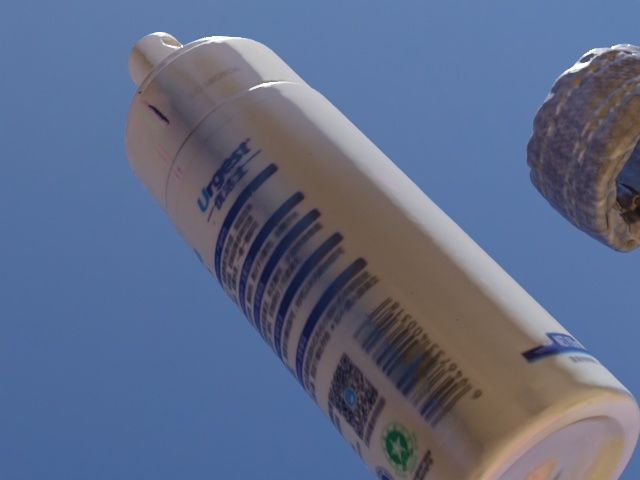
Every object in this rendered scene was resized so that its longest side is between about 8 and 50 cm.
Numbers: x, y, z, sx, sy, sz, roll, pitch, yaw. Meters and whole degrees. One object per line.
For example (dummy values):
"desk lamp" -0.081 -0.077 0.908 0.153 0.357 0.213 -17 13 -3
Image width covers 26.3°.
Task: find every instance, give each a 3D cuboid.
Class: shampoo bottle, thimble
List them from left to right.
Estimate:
"shampoo bottle" 0.000 0.000 0.575 0.092 0.303 0.092 -23 -43 -23
"thimble" 0.244 -0.075 1.095 0.150 0.098 0.150 -20 -50 -25
